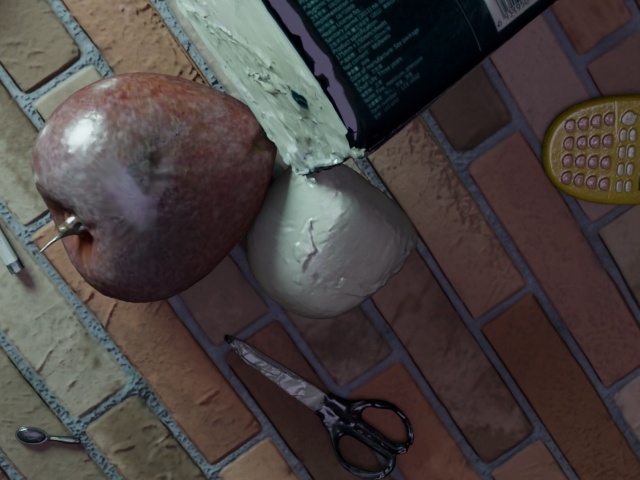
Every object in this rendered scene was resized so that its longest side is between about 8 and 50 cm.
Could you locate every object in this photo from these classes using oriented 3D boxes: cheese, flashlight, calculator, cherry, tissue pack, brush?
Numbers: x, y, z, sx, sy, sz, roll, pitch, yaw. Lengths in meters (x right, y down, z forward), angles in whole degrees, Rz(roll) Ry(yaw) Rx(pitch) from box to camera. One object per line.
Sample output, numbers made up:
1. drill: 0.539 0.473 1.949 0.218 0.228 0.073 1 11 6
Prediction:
1. cheese: 0.000 0.000 1.477 0.198 0.154 0.189 36 96 -35
2. flashlight: -0.389 0.003 1.476 0.018 0.018 0.083 -28 107 -3
3. calculator: 0.406 -0.119 1.592 0.234 0.032 0.146 -1 104 -9
4. cherry: -0.193 -0.071 1.396 0.307 0.221 0.261 -28 113 -15
5. tissue pack: 0.084 -0.292 1.322 0.416 0.253 0.264 -41 103 -19
6. brush: -0.348 0.253 1.552 0.083 0.008 0.024 9 99 -13

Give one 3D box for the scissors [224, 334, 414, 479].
1. scissors: -0.006 0.209 1.601 0.300 0.022 0.109 37 91 -17
